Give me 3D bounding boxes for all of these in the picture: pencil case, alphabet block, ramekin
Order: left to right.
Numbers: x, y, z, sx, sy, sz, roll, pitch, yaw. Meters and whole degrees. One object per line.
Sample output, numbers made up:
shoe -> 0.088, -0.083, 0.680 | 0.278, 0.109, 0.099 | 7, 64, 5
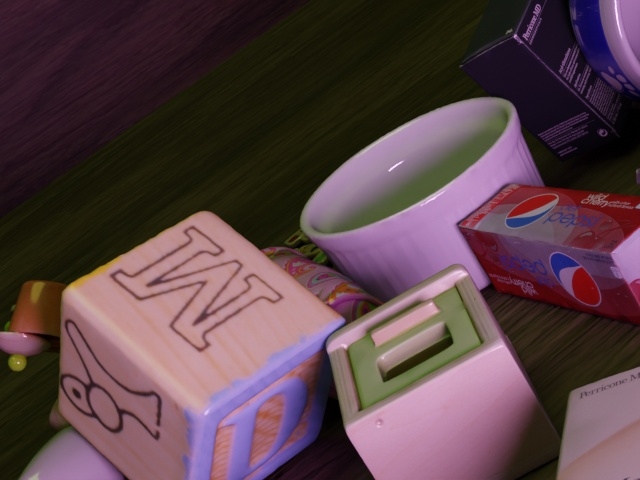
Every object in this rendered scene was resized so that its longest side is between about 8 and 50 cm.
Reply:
alphabet block -> -0.120, 0.123, 1.360 | 0.197, 0.192, 0.193 | 38, 48, 25
pencil case -> -0.011, 0.087, 1.542 | 0.124, 0.124, 0.284 | -35, 21, -10
ramekin -> 0.127, -0.034, 1.604 | 0.277, 0.135, 0.277 | -28, 20, 11

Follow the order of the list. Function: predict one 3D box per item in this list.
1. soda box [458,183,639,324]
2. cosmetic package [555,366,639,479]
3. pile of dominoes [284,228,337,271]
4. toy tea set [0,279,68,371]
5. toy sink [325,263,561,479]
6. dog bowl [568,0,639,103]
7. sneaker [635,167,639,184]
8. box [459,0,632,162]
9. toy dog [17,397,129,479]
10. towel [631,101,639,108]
soda box -> 0.250, 0.009, 1.372 | 0.083, 0.092, 0.263 | -39, 21, -17
cosmetic package -> 0.235, 0.203, 0.891 | 0.160, 0.113, 0.309 | -23, 22, 25
pile of dominoes -> 0.000, 0.000, 1.839 | 0.251, 0.040, 0.196 | -14, 28, 45
toy tea set -> -0.240, 0.143, 1.570 | 0.200, 0.336, 0.124 | -8, 70, 43
toy sink -> 0.101, 0.123, 1.262 | 0.153, 0.131, 0.234 | -29, 19, 7
dog bowl -> 0.414, -0.276, 1.560 | 0.265, 0.265, 0.104 | -36, 18, -11
sneaker -> 0.461, -0.136, 1.393 | 0.146, 0.134, 0.343 | 4, 49, 49
box -> 0.297, -0.255, 1.680 | 0.103, 0.184, 0.261 | -23, 33, 48
toy dog -> -0.276, 0.272, 1.420 | 0.333, 0.161, 0.220 | -13, 47, -32
towel -> 0.468, -0.284, 1.826 | 0.332, 0.053, 0.317 | -35, 19, -11
